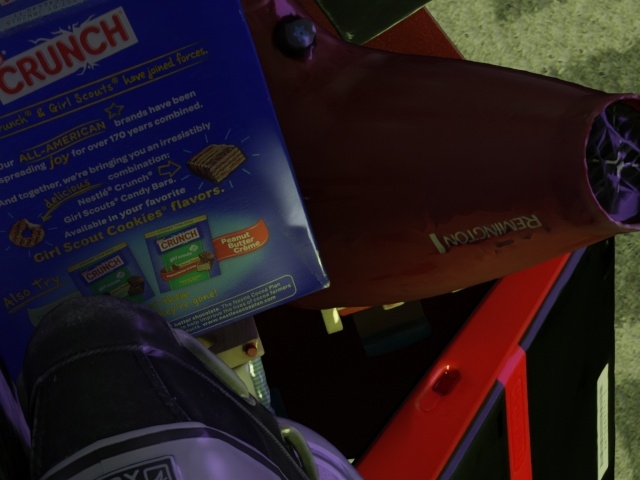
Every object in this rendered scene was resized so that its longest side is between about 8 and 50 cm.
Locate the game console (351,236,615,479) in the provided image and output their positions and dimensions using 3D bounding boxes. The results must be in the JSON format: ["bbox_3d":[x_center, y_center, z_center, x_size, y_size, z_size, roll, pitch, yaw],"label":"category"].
[{"bbox_3d":[0.099,0.203,1.107,0.342,0.060,0.386,-53,149,-38],"label":"game console"}]

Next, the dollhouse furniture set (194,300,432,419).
[{"bbox_3d":[0.004,0.080,1.007,0.129,0.184,0.129,-116,-173,-70],"label":"dollhouse furniture set"}]

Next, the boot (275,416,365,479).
[{"bbox_3d":[0.018,0.198,0.678,0.123,0.095,0.258,-139,-150,-65],"label":"boot"}]

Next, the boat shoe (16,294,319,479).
[{"bbox_3d":[-0.029,0.079,0.503,0.219,0.078,0.070,72,-1,-63],"label":"boat shoe"}]

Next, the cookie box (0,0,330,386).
[{"bbox_3d":[-0.055,-0.023,0.463,0.040,0.092,0.107,-117,-172,-52],"label":"cookie box"}]

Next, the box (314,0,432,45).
[{"bbox_3d":[-0.020,-0.308,0.832,0.294,0.183,0.296,62,7,35],"label":"box"}]

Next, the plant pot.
[{"bbox_3d":[0.000,0.000,1.219,0.267,0.236,0.267,72,-9,-47],"label":"plant pot"}]

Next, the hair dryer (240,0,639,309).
[{"bbox_3d":[-0.032,-0.060,0.528,0.293,0.080,0.223,26,-22,21],"label":"hair dryer"}]
